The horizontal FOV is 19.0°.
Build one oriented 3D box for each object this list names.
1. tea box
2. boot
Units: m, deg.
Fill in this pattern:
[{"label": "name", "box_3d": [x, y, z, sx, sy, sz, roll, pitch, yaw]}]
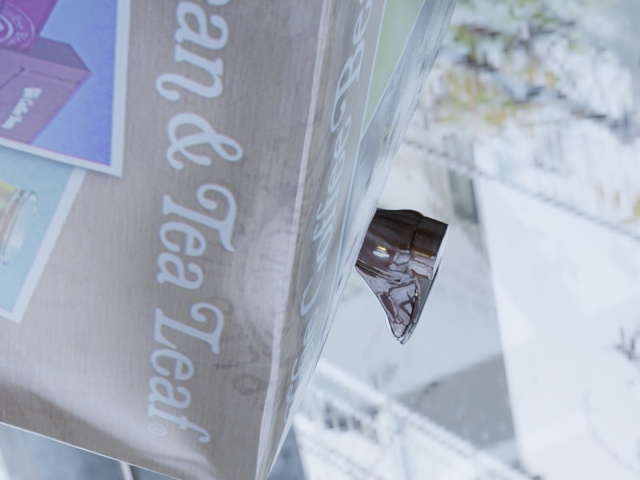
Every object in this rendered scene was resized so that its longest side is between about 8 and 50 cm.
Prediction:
[{"label": "tea box", "box_3d": [-0.052, -0.174, 0.484, 0.220, 0.329, 0.323, 16, -132, 6]}, {"label": "boot", "box_3d": [0.000, 0.000, 0.906, 0.114, 0.106, 0.037, 20, -122, 6]}]
